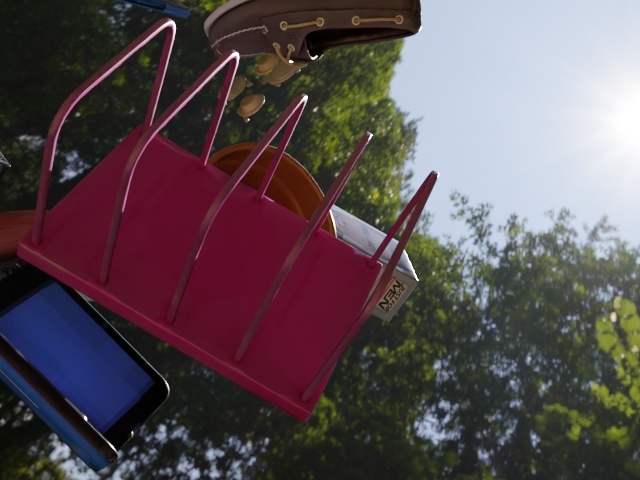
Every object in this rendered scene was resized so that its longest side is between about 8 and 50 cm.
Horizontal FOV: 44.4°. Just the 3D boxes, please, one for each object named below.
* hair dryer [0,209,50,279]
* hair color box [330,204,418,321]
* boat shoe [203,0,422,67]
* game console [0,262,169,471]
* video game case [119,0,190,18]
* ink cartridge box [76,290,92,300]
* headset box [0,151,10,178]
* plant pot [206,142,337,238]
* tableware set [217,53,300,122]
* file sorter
[{"bbox_3d":[-0.493,0.020,1.314,0.293,0.223,0.080,-28,-119,33],"label":"hair dryer"},{"bbox_3d":[0.000,0.000,1.566,0.374,0.185,0.114,29,-71,-18],"label":"hair color box"},{"bbox_3d":[-0.016,-0.303,1.109,0.324,0.116,0.097,-9,-98,18],"label":"boat shoe"},{"bbox_3d":[-0.337,0.144,1.048,0.293,0.173,0.250,45,-26,-2],"label":"game console"},{"bbox_3d":[-0.238,-0.294,0.877,0.119,0.166,0.015,38,-69,21],"label":"video game case"},{"bbox_3d":[-0.459,0.060,1.625,0.223,0.045,0.223,4,-32,11],"label":"ink cartridge box"},{"bbox_3d":[-0.833,-0.224,1.624,0.131,0.246,0.283,-46,-112,13],"label":"headset box"},{"bbox_3d":[-0.145,0.009,1.262,0.203,0.291,0.291,-15,-70,45],"label":"plant pot"},{"bbox_3d":[-0.113,-0.290,1.437,0.168,0.141,0.020,-40,-51,0],"label":"tableware set"},{"bbox_3d":[-0.072,-0.030,0.685,0.290,0.202,0.182,30,-45,1],"label":"file sorter"}]
